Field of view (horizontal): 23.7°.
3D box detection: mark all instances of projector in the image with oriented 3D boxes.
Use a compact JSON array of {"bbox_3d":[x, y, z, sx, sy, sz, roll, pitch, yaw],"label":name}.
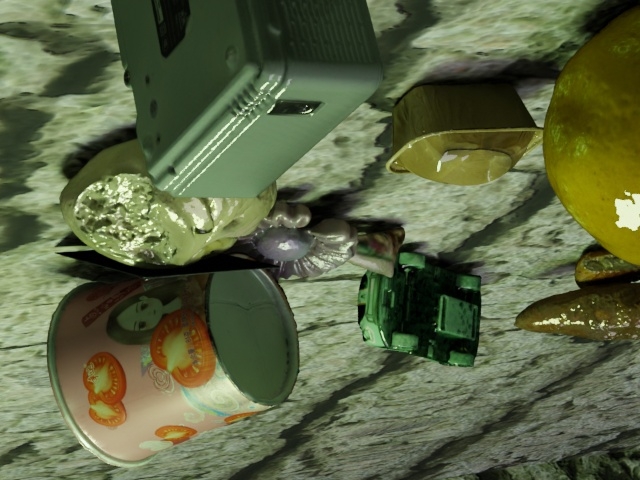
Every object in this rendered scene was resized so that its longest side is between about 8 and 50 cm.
[{"bbox_3d":[-0.067,-0.177,1.038,0.099,0.257,0.192,-1,158,-31],"label":"projector"}]

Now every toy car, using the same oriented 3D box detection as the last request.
[{"bbox_3d":[0.131,0.101,2.181,0.125,0.136,0.306,0,170,34],"label":"toy car"}]

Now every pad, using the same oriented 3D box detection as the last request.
[{"bbox_3d":[-0.180,0.022,1.732,0.170,0.006,0.245,-3,-172,-33],"label":"pad"}]

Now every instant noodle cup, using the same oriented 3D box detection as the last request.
[{"bbox_3d":[-0.168,0.138,1.861,0.231,0.243,0.243,-18,161,30],"label":"instant noodle cup"}]

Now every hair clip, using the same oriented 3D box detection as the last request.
[{"bbox_3d":[0.003,0.007,1.905,0.300,0.069,0.173,6,155,-44],"label":"hair clip"}]

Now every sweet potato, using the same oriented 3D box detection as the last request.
[{"bbox_3d":[0.470,0.106,2.320,0.341,0.092,0.114,-7,178,-8],"label":"sweet potato"}]

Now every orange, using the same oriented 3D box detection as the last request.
[{"bbox_3d":[0.353,-0.109,1.543,0.279,0.235,0.279,-26,131,-33],"label":"orange"}]

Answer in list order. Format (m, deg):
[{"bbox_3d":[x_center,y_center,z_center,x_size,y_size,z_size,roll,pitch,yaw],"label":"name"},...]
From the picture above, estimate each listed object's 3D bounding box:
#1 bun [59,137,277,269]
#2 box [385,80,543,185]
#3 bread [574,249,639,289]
[{"bbox_3d":[-0.153,-0.034,1.607,0.237,0.116,0.210,-7,161,-24],"label":"bun"},{"bbox_3d":[0.153,-0.109,1.627,0.177,0.111,0.111,-3,159,-28],"label":"box"},{"bbox_3d":[0.445,0.049,2.361,0.154,0.054,0.136,-2,157,-17],"label":"bread"}]
